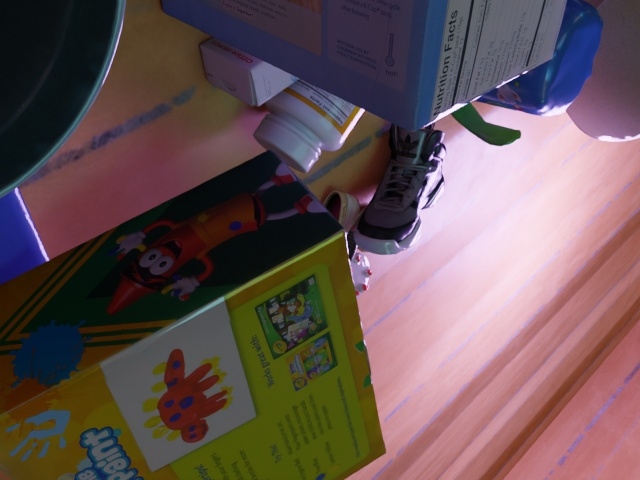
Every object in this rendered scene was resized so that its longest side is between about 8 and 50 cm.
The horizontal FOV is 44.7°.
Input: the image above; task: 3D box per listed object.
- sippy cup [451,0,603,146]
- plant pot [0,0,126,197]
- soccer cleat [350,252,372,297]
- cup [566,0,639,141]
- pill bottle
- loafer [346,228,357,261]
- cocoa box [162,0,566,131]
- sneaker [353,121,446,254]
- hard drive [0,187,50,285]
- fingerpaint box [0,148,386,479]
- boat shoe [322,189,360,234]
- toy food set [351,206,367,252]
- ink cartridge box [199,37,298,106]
[{"bbox_3d":[0.285,-0.298,1.170,0.240,0.224,0.305,-56,148,-3],"label":"sippy cup"},{"bbox_3d":[-0.297,-0.177,0.447,0.271,0.255,0.272,-33,140,-33],"label":"plant pot"},{"bbox_3d":[0.020,0.097,1.290,0.068,0.076,0.196,49,53,-28],"label":"soccer cleat"},{"bbox_3d":[0.529,-0.380,1.396,0.237,0.331,0.331,33,88,-32],"label":"cup"},{"bbox_3d":[0.009,-0.195,0.977,0.215,0.117,0.117,-56,148,-5],"label":"pill bottle"},{"bbox_3d":[0.010,0.044,1.238,0.148,0.056,0.050,-59,-175,-13],"label":"loafer"},{"bbox_3d":[0.034,-0.292,0.718,0.228,0.347,0.232,-31,139,-36],"label":"cocoa box"},{"bbox_3d":[0.125,-0.096,1.212,0.268,0.101,0.153,-49,146,-50],"label":"sneaker"},{"bbox_3d":[-0.369,-0.013,0.683,0.210,0.040,0.319,-38,142,-30],"label":"hard drive"},{"bbox_3d":[-0.138,0.174,0.879,0.371,0.163,0.445,-29,139,-13],"label":"fingerpaint box"},{"bbox_3d":[0.000,0.000,1.182,0.059,0.063,0.170,31,81,-55],"label":"boat shoe"},{"bbox_3d":[0.075,-0.020,1.299,0.082,0.020,0.083,14,105,-56],"label":"toy food set"},{"bbox_3d":[-0.062,-0.215,0.890,0.122,0.088,0.052,-41,144,-26],"label":"ink cartridge box"}]
